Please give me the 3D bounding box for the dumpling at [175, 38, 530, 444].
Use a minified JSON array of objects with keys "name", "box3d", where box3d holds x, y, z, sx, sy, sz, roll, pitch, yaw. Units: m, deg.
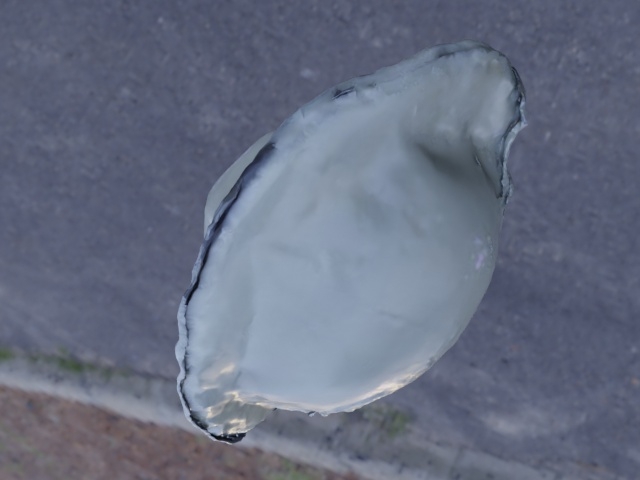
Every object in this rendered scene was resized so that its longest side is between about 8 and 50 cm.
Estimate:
[{"name":"dumpling","box3d":[0.000,0.000,0.650,0.142,0.247,0.172,40,-163,27]}]
